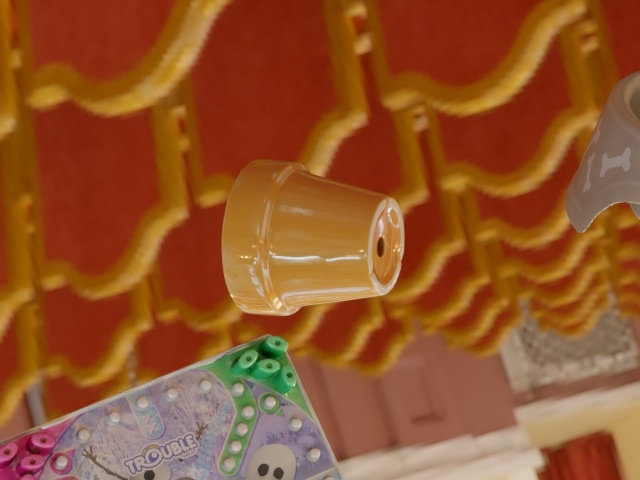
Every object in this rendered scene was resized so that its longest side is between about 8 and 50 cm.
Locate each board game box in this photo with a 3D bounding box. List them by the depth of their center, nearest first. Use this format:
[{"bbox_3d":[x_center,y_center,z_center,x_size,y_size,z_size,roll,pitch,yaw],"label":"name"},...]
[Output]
[{"bbox_3d":[-0.134,0.343,2.008,0.390,0.390,0.050,-21,170,-23],"label":"board game box"}]

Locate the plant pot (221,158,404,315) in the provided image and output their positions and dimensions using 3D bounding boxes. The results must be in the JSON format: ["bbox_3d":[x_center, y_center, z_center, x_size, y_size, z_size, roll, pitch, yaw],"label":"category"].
[{"bbox_3d":[0.000,0.000,2.258,0.188,0.205,0.205,4,178,24],"label":"plant pot"}]

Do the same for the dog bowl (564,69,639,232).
[{"bbox_3d":[0.377,-0.049,1.399,0.349,0.102,0.349,5,-155,-2],"label":"dog bowl"}]
